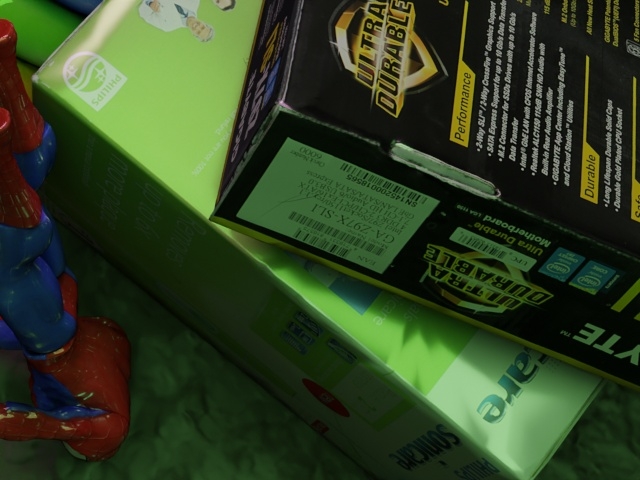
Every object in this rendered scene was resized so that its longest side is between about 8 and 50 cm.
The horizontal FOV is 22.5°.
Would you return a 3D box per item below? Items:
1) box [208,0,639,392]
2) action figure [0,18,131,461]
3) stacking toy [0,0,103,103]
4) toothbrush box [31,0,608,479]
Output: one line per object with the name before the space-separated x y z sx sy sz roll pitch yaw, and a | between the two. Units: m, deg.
box | 0.104 -0.101 0.729 0.257 0.079 0.322 20 48 -13
action figure | -0.168 0.029 0.757 0.139 0.280 0.091 -9 50 5
stacking toy | -0.167 -0.119 0.811 0.141 0.141 0.330 37 99 1
toothbrush box | 0.000 0.000 0.804 0.283 0.206 0.122 38 73 1
